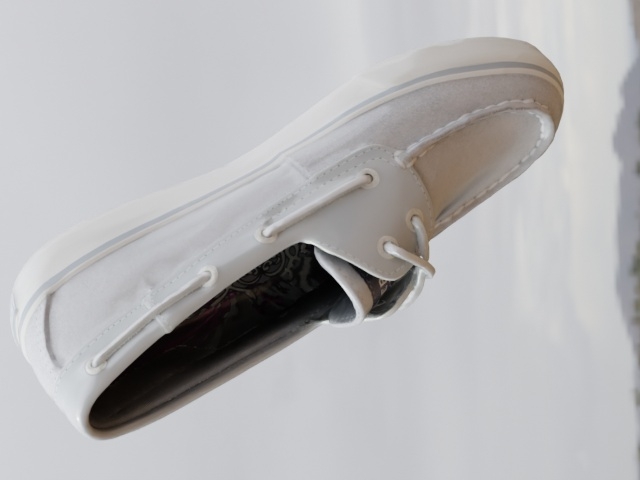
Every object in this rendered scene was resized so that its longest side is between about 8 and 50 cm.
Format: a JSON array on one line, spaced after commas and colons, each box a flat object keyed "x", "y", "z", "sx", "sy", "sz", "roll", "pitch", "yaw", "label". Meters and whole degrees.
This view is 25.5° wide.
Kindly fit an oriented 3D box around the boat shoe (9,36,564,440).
[{"x": 0.000, "y": 0.000, "z": 0.418, "sx": 0.063, "sy": 0.184, "sz": 0.066, "roll": 55, "pitch": 161, "yaw": 39, "label": "boat shoe"}]
